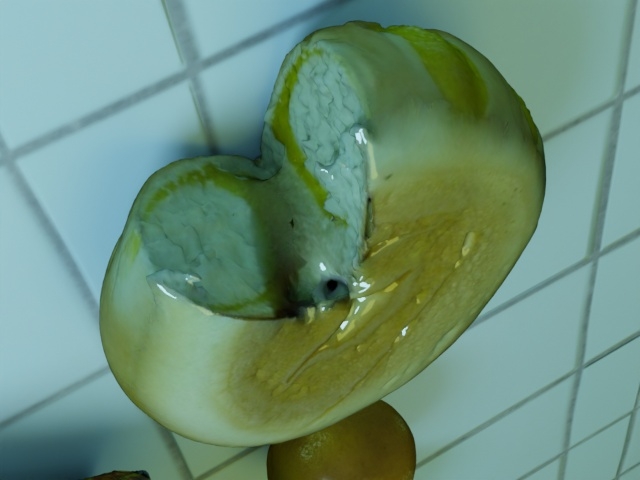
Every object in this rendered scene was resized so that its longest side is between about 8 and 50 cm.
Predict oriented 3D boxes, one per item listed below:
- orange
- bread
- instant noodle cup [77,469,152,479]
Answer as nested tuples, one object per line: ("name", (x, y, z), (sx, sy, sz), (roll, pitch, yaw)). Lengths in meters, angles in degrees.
("orange", (0.017, 0.221, 0.997), (0.159, 0.136, 0.159), (-42, 154, -26))
("bread", (0.000, 0.000, 0.706), (0.333, 0.160, 0.333), (-22, 144, -17))
("instant noodle cup", (-0.229, 0.344, 0.791), (0.266, 0.340, 0.340), (-12, 139, -44))
